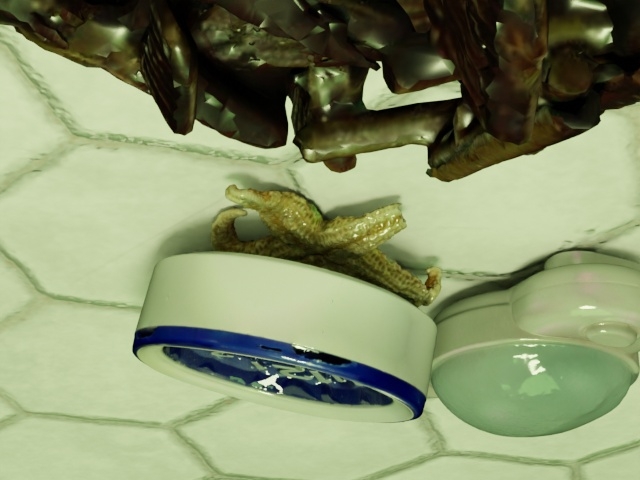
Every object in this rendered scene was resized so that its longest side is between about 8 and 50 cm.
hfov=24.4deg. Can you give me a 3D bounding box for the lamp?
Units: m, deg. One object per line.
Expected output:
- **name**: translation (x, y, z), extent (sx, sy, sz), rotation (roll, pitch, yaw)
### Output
- **lamp**: translation (0.187, 0.099, 1.223), extent (0.180, 0.108, 0.246), rotation (9, 149, -25)

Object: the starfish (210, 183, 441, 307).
- **starfish**: translation (0.000, 0.009, 1.114), extent (0.150, 0.053, 0.210), rotation (-23, 142, 27)

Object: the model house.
- **model house**: translation (-0.024, -0.119, 0.626), extent (0.283, 0.317, 0.297), rotation (-4, 127, -13)

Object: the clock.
- **clock**: translation (-0.027, 0.077, 1.149), extent (0.230, 0.083, 0.230), rotation (10, 166, 3)
